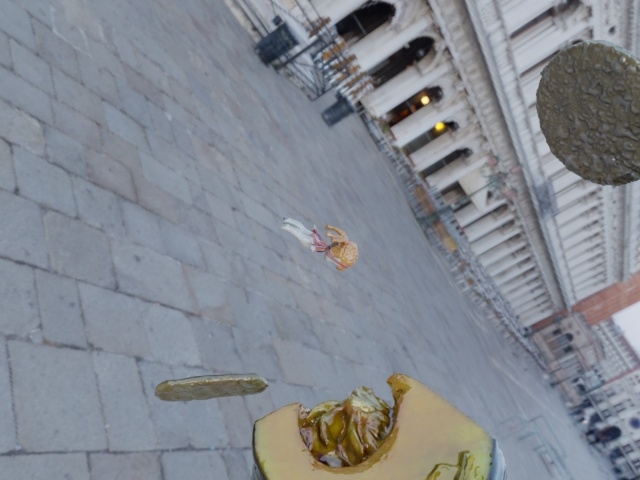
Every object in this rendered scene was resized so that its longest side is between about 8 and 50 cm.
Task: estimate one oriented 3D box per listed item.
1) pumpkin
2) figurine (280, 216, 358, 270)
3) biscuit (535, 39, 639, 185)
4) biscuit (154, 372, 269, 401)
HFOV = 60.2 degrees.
[{"bbox_3d":[0.067,0.317,0.682,0.256,0.304,0.225,-113,-174,-51],"label":"pumpkin"},{"bbox_3d":[0.000,0.000,0.714,0.109,0.047,0.064,28,29,-13],"label":"figurine"},{"bbox_3d":[0.212,-0.095,0.425,0.120,0.015,0.120,54,-18,27],"label":"biscuit"},{"bbox_3d":[-0.141,0.191,0.718,0.071,0.147,0.018,97,-13,-57],"label":"biscuit"}]
